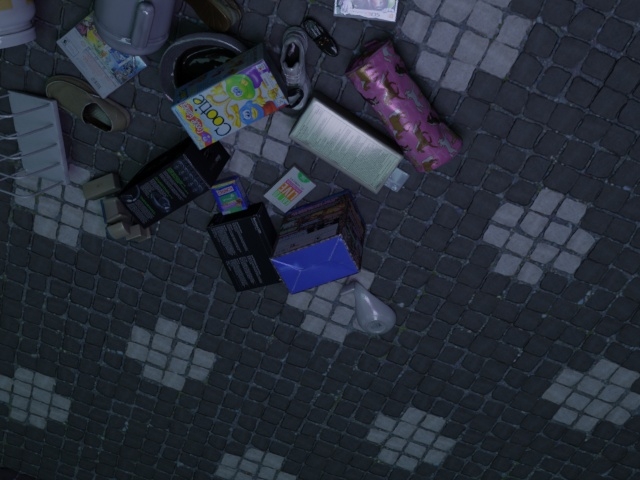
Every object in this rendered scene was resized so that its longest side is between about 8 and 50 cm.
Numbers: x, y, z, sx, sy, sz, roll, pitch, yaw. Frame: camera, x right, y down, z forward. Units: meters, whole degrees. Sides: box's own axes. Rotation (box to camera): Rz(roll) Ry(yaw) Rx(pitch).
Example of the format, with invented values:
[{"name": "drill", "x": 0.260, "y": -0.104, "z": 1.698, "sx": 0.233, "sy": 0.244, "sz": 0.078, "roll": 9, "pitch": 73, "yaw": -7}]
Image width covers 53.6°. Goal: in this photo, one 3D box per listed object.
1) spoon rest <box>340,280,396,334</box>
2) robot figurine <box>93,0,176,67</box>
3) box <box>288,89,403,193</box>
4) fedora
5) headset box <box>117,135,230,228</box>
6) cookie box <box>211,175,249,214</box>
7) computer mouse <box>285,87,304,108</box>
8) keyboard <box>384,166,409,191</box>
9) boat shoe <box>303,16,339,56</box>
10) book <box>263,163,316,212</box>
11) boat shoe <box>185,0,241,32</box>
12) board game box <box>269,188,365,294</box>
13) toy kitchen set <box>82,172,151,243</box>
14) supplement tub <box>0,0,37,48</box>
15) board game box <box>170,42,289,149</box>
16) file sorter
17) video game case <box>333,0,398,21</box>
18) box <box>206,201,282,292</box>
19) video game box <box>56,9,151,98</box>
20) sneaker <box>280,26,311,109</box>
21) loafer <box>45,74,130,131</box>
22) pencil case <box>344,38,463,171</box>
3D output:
[{"name": "spoon rest", "x": 0.162, "y": 0.230, "z": 2.180, "sx": 0.137, "sy": 0.084, "sz": 0.276, "roll": -24, "pitch": 127, "yaw": 21}, {"name": "robot figurine", "x": -0.479, "y": -0.632, "z": 1.647, "sx": 0.200, "sy": 0.300, "sz": 0.353, "roll": 2, "pitch": 141, "yaw": -24}, {"name": "box", "x": 0.076, "y": -0.288, "z": 1.849, "sx": 0.311, "sy": 0.121, "sz": 0.148, "roll": 33, "pitch": 112, "yaw": -10}, {"name": "fedora", "x": -0.310, "y": -0.479, "z": 1.798, "sx": 0.276, "sy": 0.124, "sz": 0.243, "roll": -3, "pitch": 122, "yaw": -4}, {"name": "headset box", "x": -0.427, "y": -0.198, "z": 1.907, "sx": 0.283, "sy": 0.246, "sz": 0.131, "roll": -27, "pitch": 113, "yaw": 22}, {"name": "cookie box", "x": -0.291, "y": -0.145, "z": 2.038, "sx": 0.092, "sy": 0.040, "sz": 0.107, "roll": -14, "pitch": 116, "yaw": 16}, {"name": "computer mouse", "x": -0.139, "y": -0.402, "z": 1.829, "sx": 0.242, "sy": 0.041, "sz": 0.071, "roll": -6, "pitch": 134, "yaw": 38}, {"name": "keyboard", "x": 0.148, "y": -0.238, "z": 1.942, "sx": 0.256, "sy": 0.014, "sz": 0.072, "roll": 30, "pitch": 114, "yaw": -9}, {"name": "boat shoe", "x": 0.001, "y": -0.560, "z": 1.760, "sx": 0.049, "sy": 0.042, "sz": 0.133, "roll": -37, "pitch": 110, "yaw": 22}, {"name": "book", "x": -0.097, "y": -0.164, "z": 2.009, "sx": 0.096, "sy": 0.035, "sz": 0.144, "roll": 40, "pitch": 116, "yaw": -19}, {"name": "boat shoe", "x": -0.334, "y": -0.695, "z": 1.714, "sx": 0.105, "sy": 0.089, "sz": 0.285, "roll": -21, "pitch": 115, "yaw": 47}, {"name": "board game box", "x": 0.000, "y": 0.000, "z": 1.935, "sx": 0.232, "sy": 0.291, "sz": 0.141, "roll": -19, "pitch": 116, "yaw": 18}, {"name": "toy kitchen set", "x": -0.675, "y": -0.096, "z": 2.111, "sx": 0.122, "sy": 0.166, "sz": 0.207, "roll": -17, "pitch": 79, "yaw": 16}, {"name": "supplement tub", "x": -0.913, "y": -0.697, "z": 1.694, "sx": 0.241, "sy": 0.241, "sz": 0.331, "roll": 0, "pitch": 119, "yaw": 8}, {"name": "board game box", "x": -0.240, "y": -0.387, "z": 1.704, "sx": 0.275, "sy": 0.144, "sz": 0.142, "roll": -25, "pitch": 123, "yaw": 11}, {"name": "file sorter", "x": -0.920, "y": -0.291, "z": 1.938, "sx": 0.193, "sy": 0.173, "sz": 0.277, "roll": 17, "pitch": 123, "yaw": 23}, {"name": "video game case", "x": 0.127, "y": -0.686, "z": 1.680, "sx": 0.173, "sy": 0.022, "sz": 0.190, "roll": 7, "pitch": 120, "yaw": 4}, {"name": "box", "x": -0.233, "y": 0.025, "z": 2.092, "sx": 0.184, "sy": 0.103, "sz": 0.261, "roll": -12, "pitch": 117, "yaw": 18}, {"name": "video game box", "x": -0.632, "y": -0.550, "z": 1.851, "sx": 0.187, "sy": 0.048, "sz": 0.205, "roll": -27, "pitch": 113, "yaw": 23}, {"name": "sneaker", "x": -0.080, "y": -0.472, "z": 1.777, "sx": 0.090, "sy": 0.115, "sz": 0.232, "roll": 0, "pitch": 120, "yaw": 8}, {"name": "loafer", "x": -0.711, "y": -0.412, "z": 1.914, "sx": 0.269, "sy": 0.092, "sz": 0.102, "roll": 25, "pitch": 120, "yaw": -6}, {"name": "pencil case", "x": 0.232, "y": -0.372, "z": 1.761, "sx": 0.160, "sy": 0.167, "sz": 0.386, "roll": -39, "pitch": 108, "yaw": 7}]
